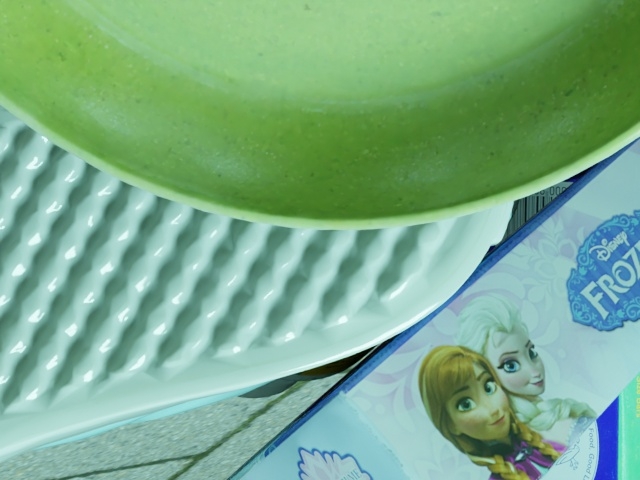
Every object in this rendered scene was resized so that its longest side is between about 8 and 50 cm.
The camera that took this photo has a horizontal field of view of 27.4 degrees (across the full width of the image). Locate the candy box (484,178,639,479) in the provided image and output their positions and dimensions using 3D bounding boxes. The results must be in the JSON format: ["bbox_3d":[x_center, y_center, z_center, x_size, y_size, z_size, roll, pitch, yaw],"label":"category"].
[{"bbox_3d":[0.255,0.077,0.890,0.317,0.268,0.122,-5,-173,-42],"label":"candy box"}]

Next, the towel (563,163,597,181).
[{"bbox_3d":[0.255,-0.124,0.670,0.308,0.076,0.227,-17,160,-14],"label":"towel"}]

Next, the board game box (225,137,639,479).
[{"bbox_3d":[0.060,0.062,0.591,0.319,0.066,0.318,-36,173,-38],"label":"board game box"}]

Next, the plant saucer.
[{"bbox_3d":[-0.005,-0.115,0.289,0.241,0.241,0.037,-35,-164,30],"label":"plant saucer"}]

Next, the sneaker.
[{"bbox_3d":[-0.121,0.021,0.430,0.366,0.135,0.150,-8,174,3],"label":"sneaker"}]

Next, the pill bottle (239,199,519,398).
[{"bbox_3d":[0.000,0.000,0.661,0.118,0.117,0.208,-8,156,-33],"label":"pill bottle"}]
